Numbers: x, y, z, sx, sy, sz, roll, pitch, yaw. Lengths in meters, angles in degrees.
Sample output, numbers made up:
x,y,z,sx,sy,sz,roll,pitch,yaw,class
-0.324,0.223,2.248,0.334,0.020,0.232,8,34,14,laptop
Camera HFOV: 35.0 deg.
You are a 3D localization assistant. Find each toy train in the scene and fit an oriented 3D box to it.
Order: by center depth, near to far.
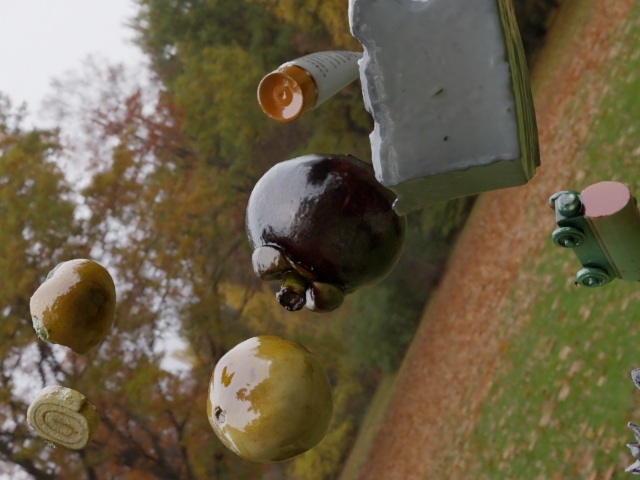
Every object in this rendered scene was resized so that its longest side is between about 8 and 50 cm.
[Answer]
x,y,z,sx,sy,sz,roll,pitch,yaw,class
0.548,-0.010,1.944,0.285,0.177,0.116,48,-142,-45,toy train

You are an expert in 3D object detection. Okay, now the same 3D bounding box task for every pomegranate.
x,y,z,sx,sy,sz,roll,pitch,yaw,class
-0.088,0.270,1.730,0.233,0.233,0.233,24,-90,-85,pomegranate

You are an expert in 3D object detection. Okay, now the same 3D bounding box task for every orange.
x,y,z,sx,sy,sz,roll,pitch,yaw,class
-0.418,0.108,1.763,0.160,0.170,0.112,-3,-20,-45,orange

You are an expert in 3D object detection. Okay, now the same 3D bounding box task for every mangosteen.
x,y,z,sx,sy,sz,roll,pitch,yaw,class
0.010,-0.013,1.831,0.297,0.297,0.293,80,-173,-81,mangosteen

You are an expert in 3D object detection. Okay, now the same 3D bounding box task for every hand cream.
x,y,z,sx,sy,sz,roll,pitch,yaw,class
-0.009,-0.290,1.764,0.314,0.140,0.089,-42,-48,-54,hand cream

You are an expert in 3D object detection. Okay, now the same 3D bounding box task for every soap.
x,y,z,sx,sy,sz,roll,pitch,yaw,class
0.199,-0.220,1.523,0.435,0.213,0.350,-27,-70,-73,soap

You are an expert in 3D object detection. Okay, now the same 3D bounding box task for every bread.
x,y,z,sx,sy,sz,roll,pitch,yaw,class
-0.542,0.373,2.148,0.073,0.149,0.122,-70,0,-70,bread

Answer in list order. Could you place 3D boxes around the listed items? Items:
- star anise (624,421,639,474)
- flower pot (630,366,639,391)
x,y,z,sx,sy,sz,roll,pitch,yaw,class
0.648,0.391,1.846,0.065,0.182,0.195,-67,-28,-55,star anise
0.635,0.264,1.528,0.299,0.283,0.299,-24,-24,-12,flower pot
